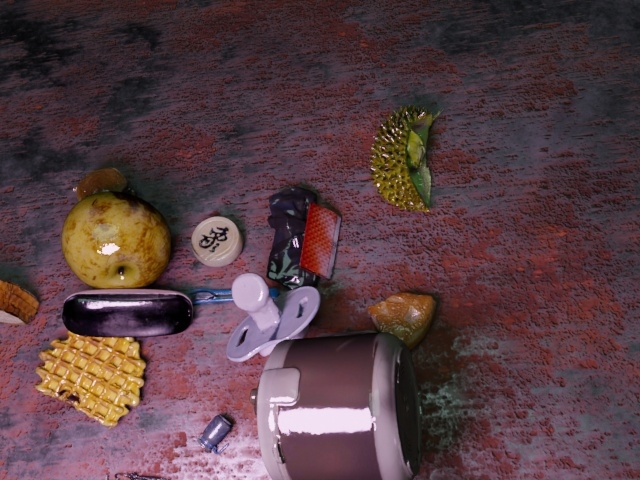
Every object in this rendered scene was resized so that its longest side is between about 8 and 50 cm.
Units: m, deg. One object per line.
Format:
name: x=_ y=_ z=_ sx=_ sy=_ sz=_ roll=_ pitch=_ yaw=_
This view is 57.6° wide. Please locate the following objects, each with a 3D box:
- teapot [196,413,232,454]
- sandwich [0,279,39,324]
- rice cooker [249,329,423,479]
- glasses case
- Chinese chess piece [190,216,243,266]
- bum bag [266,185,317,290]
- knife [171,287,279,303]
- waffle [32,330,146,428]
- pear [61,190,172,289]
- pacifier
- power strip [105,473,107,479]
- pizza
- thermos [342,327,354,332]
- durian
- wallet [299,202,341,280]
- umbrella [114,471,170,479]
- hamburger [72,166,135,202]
teapot: x=-0.247 y=0.461 z=1.385 sx=0.083 sy=0.063 sz=0.049 roll=-50 pitch=38 yaw=-13
sandwich: x=-0.885 y=0.145 z=1.503 sx=0.251 sy=0.226 sz=0.087 roll=7 pitch=64 yaw=9
rice cooker: x=0.033 y=0.354 z=1.220 sx=0.325 sy=0.335 sz=0.335 roll=-8 pitch=63 yaw=18
glasses case: x=-0.483 y=0.184 z=1.466 sx=0.314 sy=0.122 sz=0.075 roll=1 pitch=29 yaw=-13
Chinese chess piece: x=-0.283 y=0.003 z=1.595 sx=0.144 sy=0.058 sz=0.144 roll=-3 pitch=65 yaw=6
bum bag: x=-0.076 y=-0.008 z=1.570 sx=0.137 sy=0.074 sz=0.310 roll=1 pitch=65 yaw=-4
knife: x=-0.256 y=0.143 z=1.543 sx=0.296 sy=0.026 sz=0.044 roll=-4 pitch=53 yaw=5
waffle: x=-0.579 y=0.338 z=1.468 sx=0.283 sy=0.065 sz=0.309 roll=-21 pitch=60 yaw=-6
pear: x=-0.528 y=-0.002 z=1.516 sx=0.283 sy=0.283 sz=0.284 roll=-3 pitch=64 yaw=5
pacifier: x=-0.137 y=0.162 z=1.398 sx=0.279 sy=0.207 sz=0.227 roll=-28 pitch=26 yaw=21
power strip: x=-0.502 y=0.616 z=1.349 sx=0.050 sy=0.019 sz=0.136 roll=-7 pitch=64 yaw=5
pizza: x=0.189 y=0.201 z=1.443 sx=0.161 sy=0.062 sz=0.182 roll=22 pitch=63 yaw=11
thermos: x=0.125 y=0.285 z=1.405 sx=0.083 sy=0.073 sz=0.187 roll=-40 pitch=67 yaw=-11
durian: x=0.237 y=-0.244 z=1.647 sx=0.169 sy=0.157 sz=0.356 roll=21 pitch=64 yaw=-23
wallet: x=0.000 y=0.000 z=1.551 sx=0.103 sy=0.020 sz=0.197 roll=25 pitch=60 yaw=-26
umbrella: x=-0.414 y=0.558 z=1.368 sx=0.148 sy=0.022 sz=0.022 roll=-1 pitch=107 yaw=6
hamburger: x=-0.627 y=-0.134 z=1.660 sx=0.184 sy=0.131 sz=0.159 roll=7 pitch=62 yaw=14
